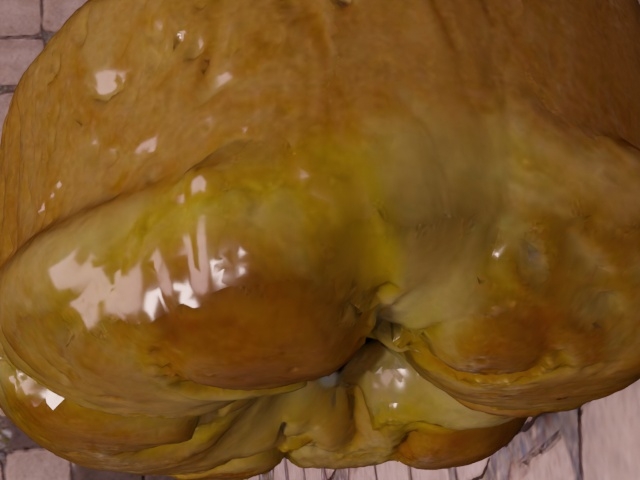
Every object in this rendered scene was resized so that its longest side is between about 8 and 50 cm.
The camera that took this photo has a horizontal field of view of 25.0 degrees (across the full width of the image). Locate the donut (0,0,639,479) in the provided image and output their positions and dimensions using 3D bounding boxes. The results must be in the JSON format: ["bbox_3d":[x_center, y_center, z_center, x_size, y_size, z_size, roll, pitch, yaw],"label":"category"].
[{"bbox_3d":[0.000,0.000,0.451,0.261,0.208,0.128,126,140,-66],"label":"donut"}]
